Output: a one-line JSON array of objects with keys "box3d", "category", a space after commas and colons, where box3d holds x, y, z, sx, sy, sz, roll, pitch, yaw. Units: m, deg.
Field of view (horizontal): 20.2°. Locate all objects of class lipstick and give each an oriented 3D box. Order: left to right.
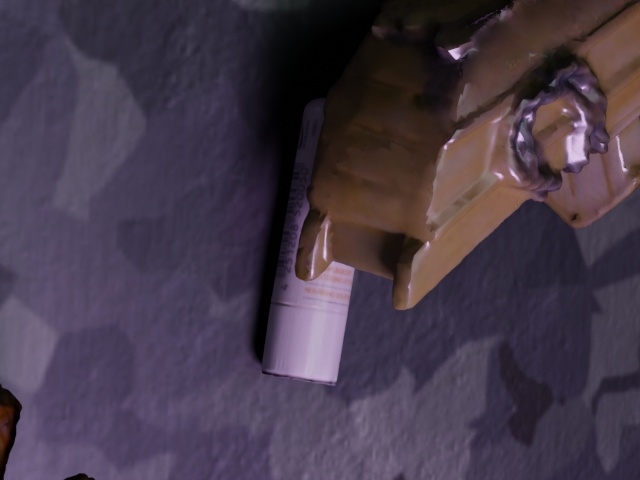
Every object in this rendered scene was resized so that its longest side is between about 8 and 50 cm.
[{"box3d": [0.000, 0.000, 0.898, 0.040, 0.040, 0.141, 12, 85, -38], "category": "lipstick"}]

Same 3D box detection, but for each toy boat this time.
[{"box3d": [0.155, -0.108, 0.942, 0.445, 0.136, 0.162, -37, 128, -33], "category": "toy boat"}]

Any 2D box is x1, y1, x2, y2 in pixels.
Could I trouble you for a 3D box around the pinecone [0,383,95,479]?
[{"box3d": [-0.179, 0.126, 0.698, 0.195, 0.150, 0.179, 43, 68, -32], "category": "pinecone"}]
